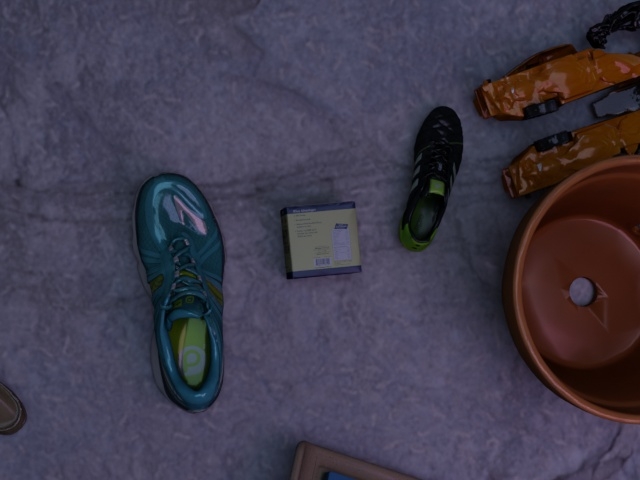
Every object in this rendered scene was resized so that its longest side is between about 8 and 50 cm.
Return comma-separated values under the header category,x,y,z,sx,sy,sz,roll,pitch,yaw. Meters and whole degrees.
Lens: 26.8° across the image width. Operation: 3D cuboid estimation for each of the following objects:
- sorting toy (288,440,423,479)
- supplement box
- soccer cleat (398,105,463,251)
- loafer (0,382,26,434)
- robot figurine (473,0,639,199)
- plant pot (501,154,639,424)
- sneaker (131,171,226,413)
category,x,y,z,sx,sy,sz,roll,pitch,yaw
sorting toy,0.045,0.395,1.477,0.229,0.041,0.307,23,62,-20
supplement box,0.000,0.000,1.561,0.083,0.056,0.083,-5,88,-9
soccer cleat,0.135,-0.073,1.579,0.060,0.072,0.179,15,84,-8
loafer,-0.392,0.165,1.493,0.148,0.050,0.056,37,82,-5
robot figurine,0.341,-0.164,1.611,0.291,0.085,0.211,-19,90,-9
plant pot,0.330,0.059,1.537,0.290,0.203,0.291,1,86,-9
sneaker,-0.148,0.056,1.508,0.107,0.110,0.275,-9,88,-9
